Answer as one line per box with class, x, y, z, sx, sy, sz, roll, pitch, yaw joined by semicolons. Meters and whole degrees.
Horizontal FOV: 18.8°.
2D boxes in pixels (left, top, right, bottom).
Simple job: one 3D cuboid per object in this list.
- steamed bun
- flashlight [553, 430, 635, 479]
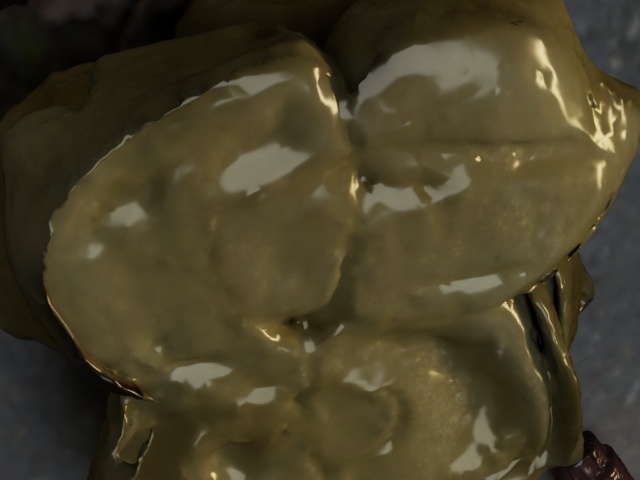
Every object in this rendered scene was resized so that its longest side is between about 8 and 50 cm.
steamed bun;0.000;0.000;0.551;0.192;0.106;0.177;-27;124;-5
flashlight;0.115;0.109;0.691;0.052;0.031;0.110;-41;122;-6
